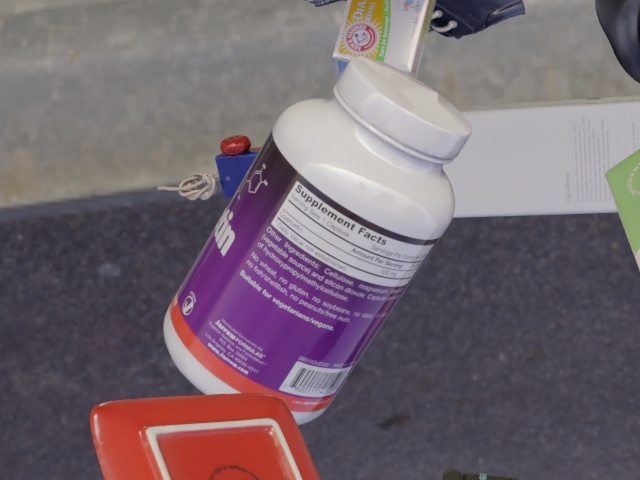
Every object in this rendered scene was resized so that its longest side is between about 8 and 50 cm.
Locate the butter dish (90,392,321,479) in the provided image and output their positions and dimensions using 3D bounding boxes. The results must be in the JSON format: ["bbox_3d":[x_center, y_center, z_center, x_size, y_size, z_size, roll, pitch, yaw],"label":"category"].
[{"bbox_3d":[-0.078,0.189,0.785,0.160,0.160,0.118,3,140,-42],"label":"butter dish"}]

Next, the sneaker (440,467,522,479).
[{"bbox_3d":[0.204,0.366,1.413,0.106,0.101,0.267,-8,128,10],"label":"sneaker"}]

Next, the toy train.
[{"bbox_3d":[-0.089,-0.109,1.720,0.248,0.143,0.105,-2,112,26],"label":"toy train"}]

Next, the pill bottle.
[{"bbox_3d":[0.000,0.000,1.128,0.181,0.181,0.323,19,114,-31],"label":"pill bottle"}]

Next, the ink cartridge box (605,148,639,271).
[{"bbox_3d":[0.342,-0.057,0.654,0.353,0.207,0.119,-37,112,20],"label":"ink cartridge box"}]

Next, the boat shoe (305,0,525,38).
[{"bbox_3d":[0.144,-0.358,1.804,0.340,0.127,0.158,-18,104,-6],"label":"boat shoe"}]

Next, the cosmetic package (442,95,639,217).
[{"bbox_3d":[0.317,-0.120,1.748,0.385,0.156,0.217,-1,-172,13],"label":"cosmetic package"}]

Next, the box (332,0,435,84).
[{"bbox_3d":[0.090,-0.296,1.615,0.103,0.203,0.114,13,166,7],"label":"box"}]

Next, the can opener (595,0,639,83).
[{"bbox_3d":[0.182,-0.158,0.572,0.059,0.073,0.186,13,97,-43],"label":"can opener"}]
